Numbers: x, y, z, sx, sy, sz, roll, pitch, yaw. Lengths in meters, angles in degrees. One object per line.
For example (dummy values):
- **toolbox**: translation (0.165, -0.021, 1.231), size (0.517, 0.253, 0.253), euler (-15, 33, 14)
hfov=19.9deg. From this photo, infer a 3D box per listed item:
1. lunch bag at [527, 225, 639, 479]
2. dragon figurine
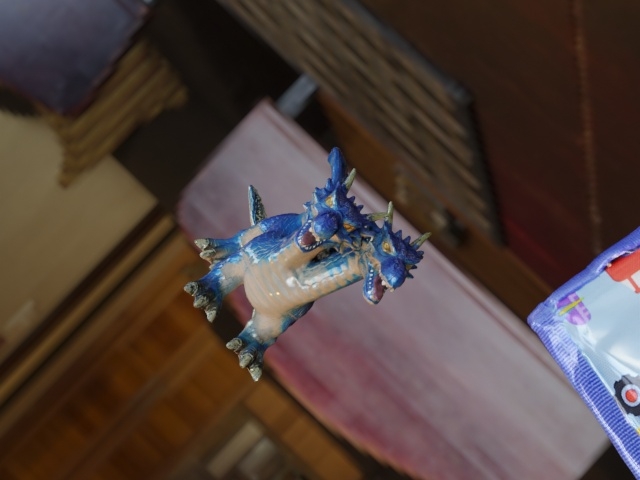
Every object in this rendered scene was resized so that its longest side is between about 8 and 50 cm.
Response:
- **lunch bag**: translation (0.244, 0.067, 0.755), size (0.293, 0.221, 0.138), euler (55, -175, 0)
- **dragon figurine**: translation (0.000, 0.000, 1.139), size (0.085, 0.144, 0.289), euler (55, -168, -7)
